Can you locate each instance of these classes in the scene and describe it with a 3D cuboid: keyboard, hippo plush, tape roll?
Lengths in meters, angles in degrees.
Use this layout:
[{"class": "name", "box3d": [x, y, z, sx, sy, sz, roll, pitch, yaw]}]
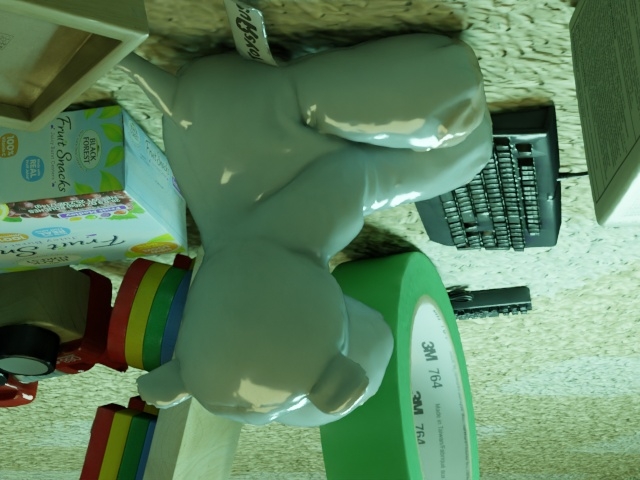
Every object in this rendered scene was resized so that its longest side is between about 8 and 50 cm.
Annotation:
[{"class": "keyboard", "box3d": [0.134, 0.073, 1.704, 0.180, 0.023, 0.108, -7, 164, 7]}, {"class": "keyboard", "box3d": [0.174, -0.042, 1.298, 0.201, 0.033, 0.317, -6, 165, 8]}, {"class": "hippo plush", "box3d": [0.000, 0.000, 1.028, 0.234, 0.237, 0.294, -8, 164, 16]}, {"class": "tape roll", "box3d": [0.079, 0.173, 1.498, 0.077, 0.321, 0.321, -9, 163, 16]}]

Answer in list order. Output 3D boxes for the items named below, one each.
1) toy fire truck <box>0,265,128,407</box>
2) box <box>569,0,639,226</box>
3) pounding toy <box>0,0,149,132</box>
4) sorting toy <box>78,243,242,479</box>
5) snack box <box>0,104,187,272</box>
[{"class": "toy fire truck", "box3d": [-0.242, 0.083, 1.481, 0.217, 0.159, 0.246, -16, 150, 35]}, {"class": "box", "box3d": [0.222, -0.120, 0.833, 0.121, 0.148, 0.311, -4, 165, -3]}, {"class": "pounding toy", "box3d": [-0.188, -0.128, 0.836, 0.130, 0.100, 0.141, 10, 148, -42]}, {"class": "sorting toy", "box3d": [-0.124, 0.123, 1.357, 0.089, 0.256, 0.257, 14, -179, 9]}, {"class": "snack box", "box3d": [-0.218, -0.031, 1.175, 0.207, 0.070, 0.174, -5, 165, 8]}]
